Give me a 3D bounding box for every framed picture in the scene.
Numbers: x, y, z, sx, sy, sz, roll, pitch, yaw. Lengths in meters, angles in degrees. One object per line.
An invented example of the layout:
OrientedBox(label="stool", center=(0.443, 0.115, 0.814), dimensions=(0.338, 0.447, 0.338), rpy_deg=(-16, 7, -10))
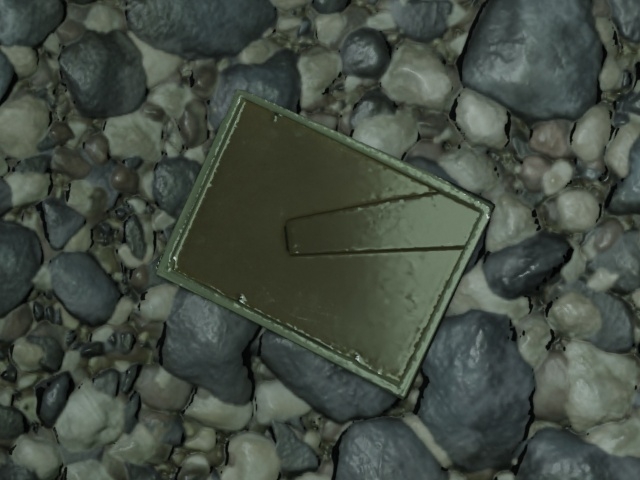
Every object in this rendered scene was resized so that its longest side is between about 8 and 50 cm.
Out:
OrientedBox(label="framed picture", center=(0.000, 0.000, 1.620), dimensions=(0.260, 0.023, 0.189), rpy_deg=(25, 96, 14))
